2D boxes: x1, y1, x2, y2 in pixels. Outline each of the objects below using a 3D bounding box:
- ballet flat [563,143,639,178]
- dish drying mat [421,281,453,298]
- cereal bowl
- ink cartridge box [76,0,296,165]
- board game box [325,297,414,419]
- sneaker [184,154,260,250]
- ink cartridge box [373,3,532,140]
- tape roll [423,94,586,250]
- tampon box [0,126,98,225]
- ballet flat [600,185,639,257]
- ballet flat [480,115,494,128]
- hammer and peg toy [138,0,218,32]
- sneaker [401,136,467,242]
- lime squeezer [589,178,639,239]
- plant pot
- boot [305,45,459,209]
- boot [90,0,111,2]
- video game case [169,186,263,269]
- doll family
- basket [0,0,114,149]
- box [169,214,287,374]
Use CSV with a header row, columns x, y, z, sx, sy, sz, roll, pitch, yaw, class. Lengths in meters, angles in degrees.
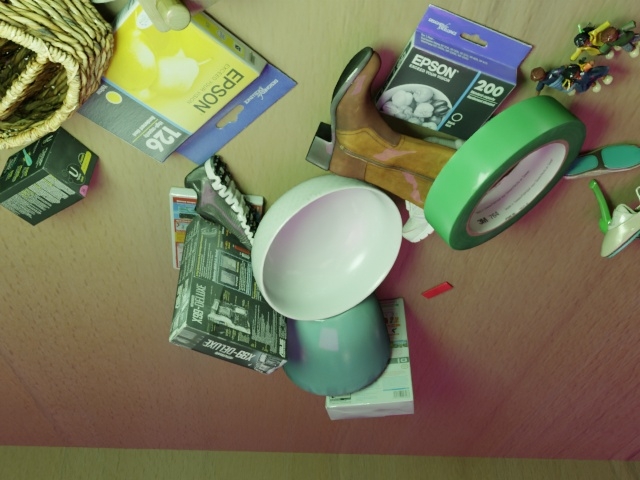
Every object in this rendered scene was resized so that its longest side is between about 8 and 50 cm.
x,y,z,sx,sy,sz,roll,pitch,yaw,class
0.569,-0.159,1.242,0.168,0.057,0.052,-7,170,15,ballet flat
0.315,0.134,1.643,0.032,0.008,0.083,31,133,-33,dish drying mat
0.000,0.000,1.313,0.339,0.141,0.339,-18,130,-22,cereal bowl
-0.255,-0.263,1.082,0.307,0.072,0.303,32,132,-32,ink cartridge box
0.127,0.314,1.632,0.224,0.303,0.097,-6,142,8,board game box
-0.209,-0.066,1.294,0.106,0.078,0.234,-19,121,16,sneaker
0.230,-0.284,1.073,0.206,0.045,0.208,15,139,-16,ink cartridge box
0.341,-0.117,1.132,0.321,0.077,0.321,-30,154,-17,tape roll
-0.546,-0.126,1.212,0.161,0.120,0.101,-21,137,25,tampon box
0.683,-0.067,1.296,0.086,0.086,0.248,31,116,-33,ballet flat
0.346,-0.205,1.188,0.041,0.041,0.114,-30,133,33,ballet flat
-0.170,-0.454,0.714,0.266,0.127,0.361,-31,142,-2,hammer and peg toy
0.213,-0.111,1.246,0.111,0.103,0.252,22,121,0,sneaker
0.706,-0.051,1.383,0.310,0.059,0.110,15,110,-17,lime squeezer
0.023,0.199,1.513,0.293,0.293,0.235,-5,135,6,plant pot
0.141,-0.183,1.079,0.280,0.096,0.264,21,129,-6,boot
-0.307,-0.439,0.848,0.189,0.076,0.208,5,138,15,boot
-0.248,-0.013,1.437,0.204,0.025,0.285,6,142,-7,video game case
0.441,-0.302,1.024,0.111,0.076,0.193,0,142,-32,doll family
-0.483,-0.247,0.918,0.299,0.223,0.213,-25,117,37,basket
-0.187,0.112,1.326,0.242,0.307,0.076,25,133,-29,box
